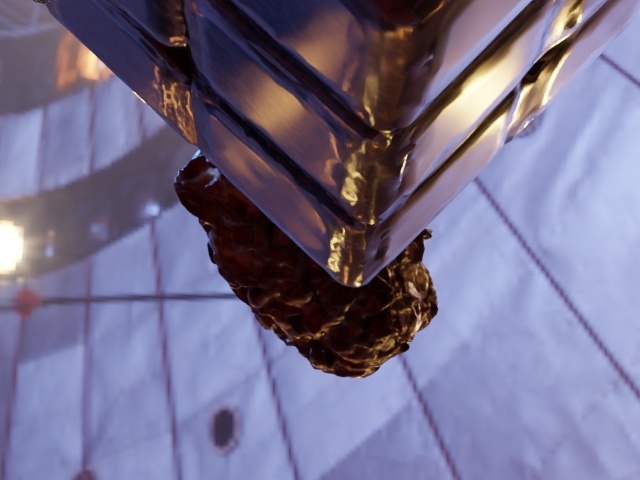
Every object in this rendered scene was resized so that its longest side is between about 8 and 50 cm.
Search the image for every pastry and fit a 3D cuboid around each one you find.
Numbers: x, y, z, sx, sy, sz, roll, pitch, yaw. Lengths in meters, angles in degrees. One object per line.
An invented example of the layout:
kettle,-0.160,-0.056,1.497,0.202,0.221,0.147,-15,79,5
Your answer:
pastry,-0.002,0.000,1.026,0.115,0.208,0.097,-14,-144,21

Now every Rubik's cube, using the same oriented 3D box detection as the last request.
Rubik's cube,0.014,-0.214,0.659,0.305,0.301,0.304,41,-104,11
